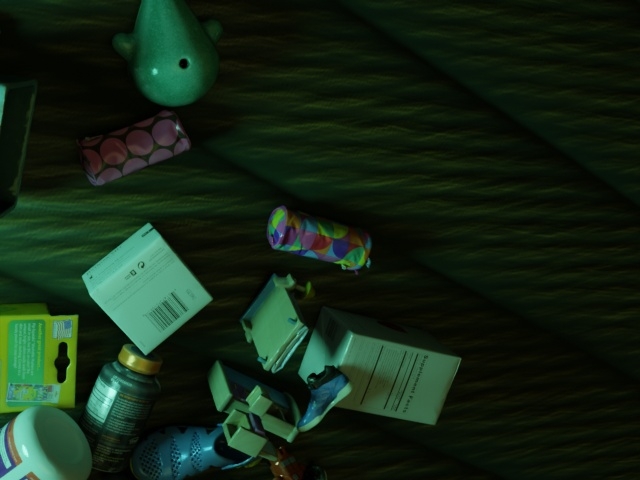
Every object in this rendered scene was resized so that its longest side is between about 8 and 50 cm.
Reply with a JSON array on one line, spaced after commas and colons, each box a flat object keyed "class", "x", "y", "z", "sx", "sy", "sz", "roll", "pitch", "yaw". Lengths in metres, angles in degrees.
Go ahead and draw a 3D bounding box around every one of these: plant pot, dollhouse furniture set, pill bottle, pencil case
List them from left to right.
[{"class": "plant pot", "x": -0.654, "y": -0.179, "z": 1.560, "sx": 0.253, "sy": 0.248, "sz": 0.247, "roll": 11, "pitch": 100, "yaw": -8}, {"class": "pill bottle", "x": -0.613, "y": 0.471, "z": 1.761, "sx": 0.323, "sy": 0.181, "sz": 0.181, "roll": -36, "pitch": 118, "yaw": 13}, {"class": "pill bottle", "x": -0.411, "y": 0.338, "z": 1.866, "sx": 0.131, "sy": 0.130, "sz": 0.245, "roll": 23, "pitch": 95, "yaw": -27}, {"class": "pencil case", "x": -0.363, "y": -0.184, "z": 1.764, "sx": 0.209, "sy": 0.095, "sz": 0.098, "roll": -24, "pitch": 97, "yaw": -18}, {"class": "dollhouse furniture set", "x": -0.058, "y": 0.268, "z": 1.911, "sx": 0.198, "sy": 0.286, "sz": 0.303, "roll": 29, "pitch": 103, "yaw": -28}, {"class": "pencil case", "x": 0.000, "y": 0.000, "z": 1.968, "sx": 0.236, "sy": 0.104, "sz": 0.104, "roll": 18, "pitch": 97, "yaw": -25}]

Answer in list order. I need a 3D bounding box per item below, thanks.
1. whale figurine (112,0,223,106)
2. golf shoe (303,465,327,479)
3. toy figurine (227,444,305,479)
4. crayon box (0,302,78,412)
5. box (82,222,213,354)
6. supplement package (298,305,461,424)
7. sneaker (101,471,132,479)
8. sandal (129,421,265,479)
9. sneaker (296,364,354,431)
[{"class": "whale figurine", "x": -0.281, "y": -0.386, "z": 1.709, "sx": 0.216, "sy": 0.141, "sz": 0.271, "roll": -12, "pitch": 109, "yaw": -20}, {"class": "golf shoe", "x": 0.013, "y": 0.614, "z": 2.170, "sx": 0.094, "sy": 0.077, "sz": 0.198, "roll": -17, "pitch": 116, "yaw": -34}, {"class": "toy figurine", "x": -0.117, "y": 0.568, "z": 2.003, "sx": 0.210, "sy": 0.213, "sz": 0.148, "roll": -31, "pitch": 75, "yaw": -13}, {"class": "crayon box", "x": -0.643, "y": 0.230, "z": 1.762, "sx": 0.323, "sy": 0.083, "sz": 0.203, "roll": 0, "pitch": 105, "yaw": -23}, {"class": "box", "x": -0.348, "y": 0.096, "z": 1.830, "sx": 0.181, "sy": 0.119, "sz": 0.182, "roll": -40, "pitch": 116, "yaw": -8}, {"class": "supplement package", "x": 0.132, "y": 0.283, "z": 2.059, "sx": 0.293, "sy": 0.177, "sz": 0.175, "roll": 16, "pitch": 99, "yaw": -27}, {"class": "sneaker", "x": -0.342, "y": 0.576, "z": 1.993, "sx": 0.131, "sy": 0.112, "sz": 0.319, "roll": -51, "pitch": 121, "yaw": -22}, {"class": "sandal", "x": -0.249, "y": 0.445, "z": 1.950, "sx": 0.318, "sy": 0.138, "sz": 0.126, "roll": -8, "pitch": 77, "yaw": -25}, {"class": "sneaker", "x": -0.011, "y": 0.324, "z": 1.899, "sx": 0.152, "sy": 0.058, "sz": 0.084, "roll": -43, "pitch": 97, "yaw": 5}]
